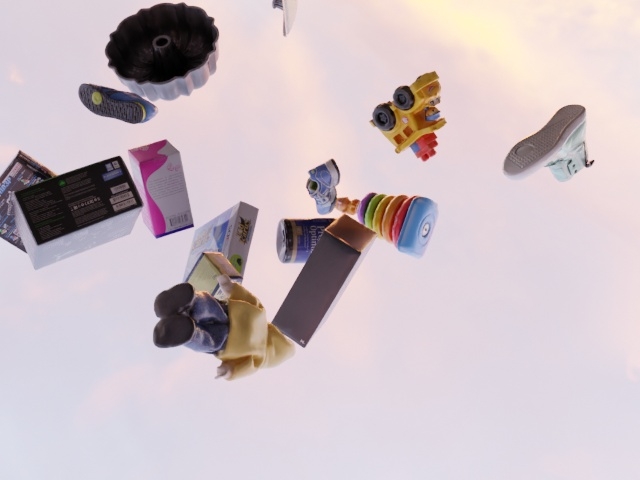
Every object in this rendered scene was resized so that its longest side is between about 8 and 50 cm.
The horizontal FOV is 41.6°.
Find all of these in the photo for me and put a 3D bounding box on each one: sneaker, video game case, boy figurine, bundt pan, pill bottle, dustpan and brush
[{"bbox_3d":[0.495,-0.164,1.801,0.256,0.151,0.094,-38,-144,-24],"label":"sneaker"},{"bbox_3d":[-0.496,-0.338,2.072,0.209,0.069,0.082,20,-155,17],"label":"sneaker"},{"bbox_3d":[-0.270,0.052,2.161,0.061,0.269,0.244,25,-119,-26],"label":"video game case"},{"bbox_3d":[-0.145,0.145,1.382,0.285,0.092,0.177,27,-128,-53],"label":"boy figurine"},{"bbox_3d":[-0.439,-0.525,2.410,0.331,0.124,0.331,-3,-123,5],"label":"bundt pan"},{"bbox_3d":[0.000,0.000,2.229,0.219,0.123,0.123,-1,-144,-17],"label":"pill bottle"},{"bbox_3d":[-0.002,-0.140,2.268,0.081,0.211,0.080,-18,-123,-16],"label":"sneaker"},{"bbox_3d":[-0.090,-0.626,2.149,0.060,0.147,0.211,6,-142,16],"label":"dustpan and brush"}]

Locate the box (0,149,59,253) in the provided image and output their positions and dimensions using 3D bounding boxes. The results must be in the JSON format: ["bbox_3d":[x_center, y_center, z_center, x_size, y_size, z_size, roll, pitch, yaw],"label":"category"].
[{"bbox_3d":[-0.761,-0.096,2.158,0.175,0.220,0.051,36,-163,-23],"label":"box"}]

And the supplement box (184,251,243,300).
[{"bbox_3d":[-0.214,0.081,1.687,0.083,0.083,0.056,45,-156,30],"label":"supplement box"}]

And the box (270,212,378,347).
[{"bbox_3d":[0.010,0.086,1.889,0.103,0.261,0.184,31,-161,4],"label":"box"}]

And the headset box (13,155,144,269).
[{"bbox_3d":[-0.556,-0.056,1.923,0.246,0.283,0.131,-23,-95,-22],"label":"headset box"}]

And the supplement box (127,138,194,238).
[{"bbox_3d":[-0.413,-0.135,2.187,0.111,0.220,0.114,-19,-147,-21],"label":"supplement box"}]

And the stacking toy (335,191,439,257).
[{"bbox_3d":[0.165,-0.073,2.353,0.302,0.165,0.175,19,180,31],"label":"stacking toy"}]

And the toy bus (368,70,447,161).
[{"bbox_3d":[0.277,-0.338,2.375,0.149,0.220,0.211,-32,-95,-42],"label":"toy bus"}]
